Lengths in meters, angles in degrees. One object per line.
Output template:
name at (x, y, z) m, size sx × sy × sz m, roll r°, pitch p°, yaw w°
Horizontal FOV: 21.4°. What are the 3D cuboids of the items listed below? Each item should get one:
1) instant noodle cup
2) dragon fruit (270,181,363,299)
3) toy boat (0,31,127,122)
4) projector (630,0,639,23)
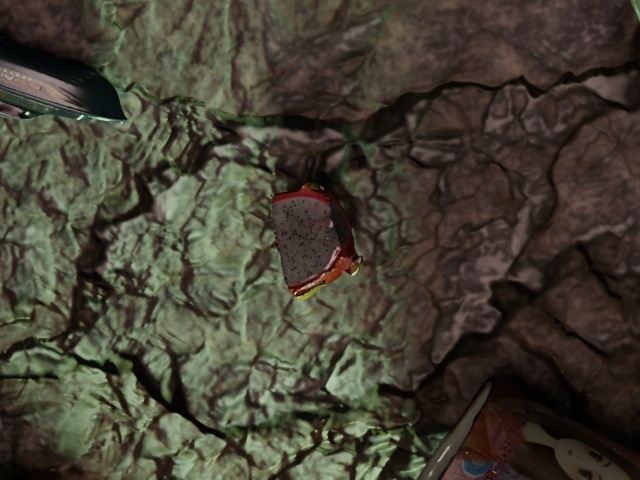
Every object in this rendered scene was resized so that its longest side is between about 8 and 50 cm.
instant noodle cup at (0.174, 0.240, 1.253) m, size 0.231 × 0.243 × 0.243 m, roll 33°, pitch 112°, yaw 3°
dragon fruit at (0.000, 0.000, 1.276) m, size 0.056 × 0.060 × 0.083 m, roll -18°, pitch 77°, yaw 18°
toy boat at (-0.211, -0.116, 1.271) m, size 0.141 × 0.055 × 0.060 m, roll 19°, pitch 105°, yaw 2°
projector at (0.333, -0.123, 1.119) m, size 0.193 × 0.088 × 0.269 m, roll -26°, pitch 126°, yaw 17°
